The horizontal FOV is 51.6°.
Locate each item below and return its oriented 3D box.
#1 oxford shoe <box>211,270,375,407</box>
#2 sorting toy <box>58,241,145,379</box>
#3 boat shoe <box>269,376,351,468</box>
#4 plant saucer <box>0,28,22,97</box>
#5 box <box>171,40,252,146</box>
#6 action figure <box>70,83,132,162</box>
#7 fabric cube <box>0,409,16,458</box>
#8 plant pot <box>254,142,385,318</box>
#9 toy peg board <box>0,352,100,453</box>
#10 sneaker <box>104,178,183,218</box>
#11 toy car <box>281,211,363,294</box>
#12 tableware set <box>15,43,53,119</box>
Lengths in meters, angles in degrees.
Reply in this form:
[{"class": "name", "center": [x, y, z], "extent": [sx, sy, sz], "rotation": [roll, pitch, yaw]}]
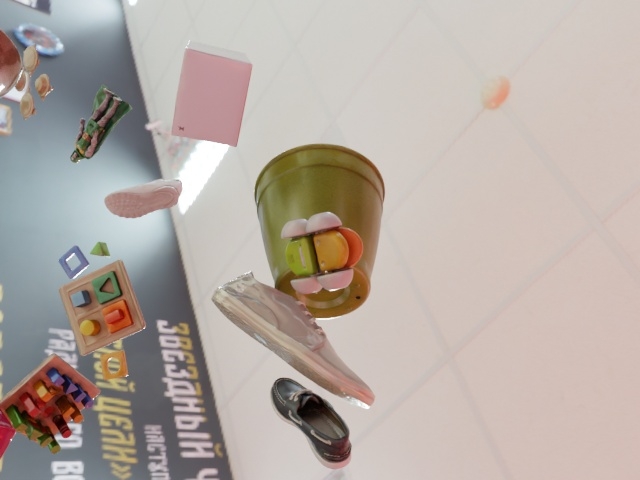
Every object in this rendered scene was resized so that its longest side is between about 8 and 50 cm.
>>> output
[{"class": "oxford shoe", "center": [-0.050, 0.216, 1.513], "extent": [0.449, 0.169, 0.130], "rotation": [35, -111, 17]}, {"class": "sorting toy", "center": [-0.533, 0.163, 1.591], "extent": [0.196, 0.047, 0.348], "rotation": [-25, -100, 11]}, {"class": "boat shoe", "center": [-0.023, 0.409, 1.584], "extent": [0.302, 0.114, 0.091], "rotation": [34, -47, 42]}, {"class": "plant saucer", "center": [-0.676, -0.304, 1.123], "extent": [0.310, 0.310, 0.050], "rotation": [-27, -121, 45]}, {"class": "box", "center": [-0.291, -0.399, 1.764], "extent": [0.345, 0.168, 0.215], "rotation": [-114, -145, -68]}, {"class": "action figure", "center": [-0.646, -0.317, 1.892], "extent": [0.137, 0.063, 0.232], "rotation": [39, -78, 25]}, {"class": "fabric cube", "center": [-0.725, 0.351, 1.115], "extent": [0.258, 0.254, 0.259], "rotation": [21, -99, 46]}, {"class": "plant pot", "center": [0.000, 0.000, 1.730], "extent": [0.366, 0.366, 0.353], "rotation": [-43, -147, 35]}, {"class": "toy peg board", "center": [-0.545, 0.344, 1.352], "extent": [0.160, 0.161, 0.079], "rotation": [-44, -132, -14]}, {"class": "sneaker", "center": [-0.522, -0.131, 1.965], "extent": [0.095, 0.235, 0.090], "rotation": [-89, 170, -55]}, {"class": "toy car", "center": [0.011, 0.023, 1.403], "extent": [0.182, 0.136, 0.159], "rotation": [-13, -90, 44]}, {"class": "tableware set", "center": [-0.733, -0.400, 1.674], "extent": [0.141, 0.020, 0.169], "rotation": [-35, -109, 31]}]
